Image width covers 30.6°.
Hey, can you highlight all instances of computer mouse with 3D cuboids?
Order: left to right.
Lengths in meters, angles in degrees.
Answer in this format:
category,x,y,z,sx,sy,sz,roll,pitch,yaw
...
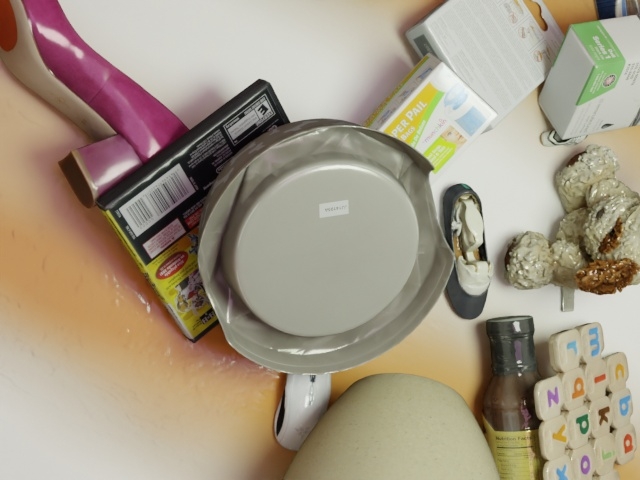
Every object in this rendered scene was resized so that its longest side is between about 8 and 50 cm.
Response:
category,x,y,z,sx,sy,sz,roll,pitch,yaw
computer mouse,-0.013,0.201,1.639,0.106,0.042,0.193,12,85,-20

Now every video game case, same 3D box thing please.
category,x,y,z,sx,sy,sz,roll,pitch,yaw
video game case,-0.126,-0.037,1.557,0.275,0.035,0.248,-39,125,-16

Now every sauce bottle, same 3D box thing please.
category,x,y,z,sx,sy,sz,roll,pitch,yaw
sauce bottle,0.295,0.283,1.714,0.111,0.111,0.344,-4,90,-20

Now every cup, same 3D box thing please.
category,x,y,z,sx,sy,sz,roll,pitch,yaw
cup,0.101,0.319,1.565,0.331,0.331,0.237,23,54,-18

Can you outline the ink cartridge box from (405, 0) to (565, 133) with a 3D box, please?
category,x,y,z,sx,sy,sz,roll,pitch,yaw
ink cartridge box,0.255,-0.292,1.747,0.232,0.066,0.189,-43,104,-36

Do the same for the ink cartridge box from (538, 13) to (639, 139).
category,x,y,z,sx,sy,sz,roll,pitch,yaw
ink cartridge box,0.457,-0.249,1.741,0.219,0.160,0.092,-12,56,-18

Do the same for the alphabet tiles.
category,x,y,z,sx,sy,sz,roll,pitch,yaw
alphabet tiles,0.392,0.269,1.733,0.278,0.021,0.284,-10,93,-49

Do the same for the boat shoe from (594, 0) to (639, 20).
category,x,y,z,sx,sy,sz,roll,pitch,yaw
boat shoe,0.467,-0.368,1.809,0.066,0.066,0.183,-11,103,-24

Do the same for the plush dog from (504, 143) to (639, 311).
category,x,y,z,sx,sy,sz,roll,pitch,yaw
plush dog,0.428,0.005,1.701,0.210,0.225,0.262,41,77,-15

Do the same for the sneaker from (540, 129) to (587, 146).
category,x,y,z,sx,sy,sz,roll,pitch,yaw
sneaker,0.379,-0.159,1.785,0.083,0.037,0.032,-14,93,-21

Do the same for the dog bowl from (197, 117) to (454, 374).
category,x,y,z,sx,sy,sz,roll,pitch,yaw
dog bowl,0.000,0.000,1.523,0.349,0.102,0.348,-8,117,-16

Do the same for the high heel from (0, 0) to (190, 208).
category,x,y,z,sx,sy,sz,roll,pitch,yaw
high heel,-0.301,-0.238,1.518,0.181,0.127,0.377,-28,102,-32

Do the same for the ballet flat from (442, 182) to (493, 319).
category,x,y,z,sx,sy,sz,roll,pitch,yaw
ballet flat,0.216,0.017,1.709,0.074,0.074,0.203,-6,92,-20

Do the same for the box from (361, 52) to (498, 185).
category,x,y,z,sx,sy,sz,roll,pitch,yaw
box,0.129,-0.145,1.627,0.114,0.103,0.203,40,99,-15
